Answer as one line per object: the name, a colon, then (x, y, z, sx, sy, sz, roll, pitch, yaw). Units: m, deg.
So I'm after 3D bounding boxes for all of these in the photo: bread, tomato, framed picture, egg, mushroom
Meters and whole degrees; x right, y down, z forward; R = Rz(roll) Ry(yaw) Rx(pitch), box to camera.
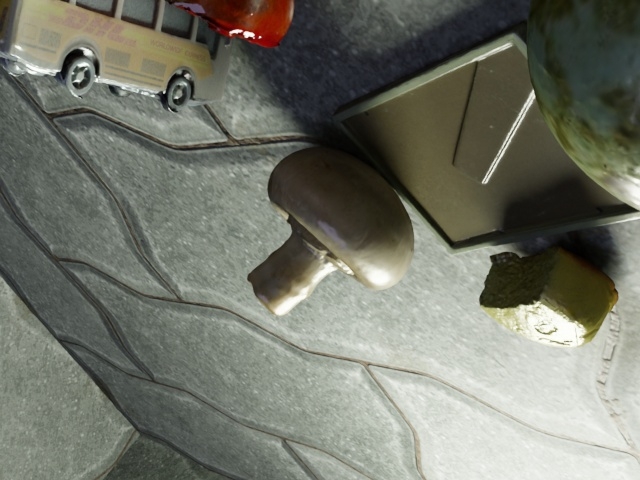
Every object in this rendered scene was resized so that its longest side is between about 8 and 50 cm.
bread: (0.263, 0.067, 1.058, 0.125, 0.086, 0.156, 40, 157, -17)
tomato: (-0.118, -0.291, 0.895, 0.233, 0.140, 0.200, 28, -167, -8)
framed picture: (0.172, -0.090, 0.997, 0.240, 0.020, 0.324, 47, 152, -15)
egg: (0.268, -0.119, 0.593, 0.289, 0.238, 0.238, 29, 161, -30)
mushroom: (0.002, -0.018, 1.134, 0.206, 0.209, 0.206, 162, 90, -79)

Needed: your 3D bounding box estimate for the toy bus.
toy bus: (-0.226, -0.220, 0.993, 0.097, 0.138, 0.342, 18, -169, 28)
